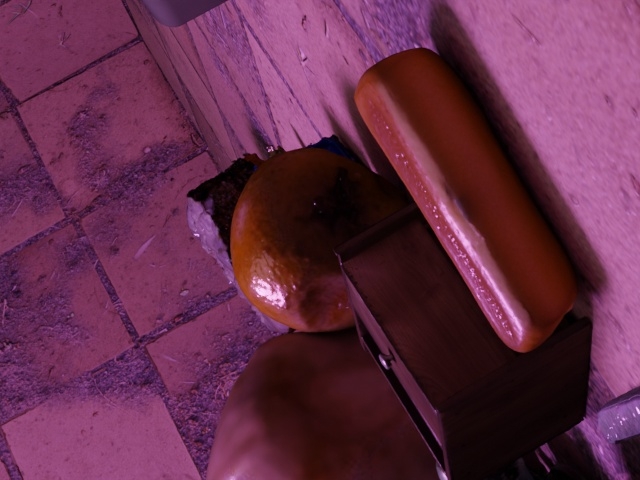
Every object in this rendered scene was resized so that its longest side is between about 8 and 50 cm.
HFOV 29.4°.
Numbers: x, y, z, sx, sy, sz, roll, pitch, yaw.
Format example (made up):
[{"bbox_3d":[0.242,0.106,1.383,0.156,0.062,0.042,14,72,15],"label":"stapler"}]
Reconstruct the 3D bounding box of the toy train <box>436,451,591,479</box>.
[{"bbox_3d":[0.219,0.329,1.278,0.304,0.150,0.221,61,165,-22],"label":"toy train"}]

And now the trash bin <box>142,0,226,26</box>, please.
[{"bbox_3d":[-0.174,-0.378,1.333,0.223,0.158,0.343,61,179,2],"label":"trash bin"}]

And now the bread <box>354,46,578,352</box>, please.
[{"bbox_3d":[0.113,-0.034,0.905,0.239,0.074,0.092,59,163,3],"label":"bread"}]

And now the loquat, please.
[{"bbox_3d":[0.004,0.004,1.339,0.213,0.213,0.213,59,174,10],"label":"loquat"}]

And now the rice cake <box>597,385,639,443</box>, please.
[{"bbox_3d":[0.229,0.116,0.844,0.033,0.033,0.208,61,174,12],"label":"rice cake"}]

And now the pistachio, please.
[{"bbox_3d":[0.042,0.241,1.461,0.281,0.365,0.445,58,-158,19],"label":"pistachio"}]

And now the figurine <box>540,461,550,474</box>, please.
[{"bbox_3d":[0.246,0.270,1.374,0.083,0.047,0.051,35,156,38],"label":"figurine"}]

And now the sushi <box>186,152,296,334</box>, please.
[{"bbox_3d":[-0.101,0.005,2.316,0.349,0.207,0.234,55,162,1],"label":"sushi"}]

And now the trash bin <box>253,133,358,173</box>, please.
[{"bbox_3d":[0.007,-0.005,1.572,0.184,0.162,0.235,54,166,48],"label":"trash bin"}]

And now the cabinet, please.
[{"bbox_3d":[0.121,0.086,1.053,0.175,0.148,0.215,57,172,29],"label":"cabinet"}]

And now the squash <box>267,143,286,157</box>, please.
[{"bbox_3d":[0.008,-0.002,1.886,0.341,0.094,0.094,58,174,3],"label":"squash"}]
